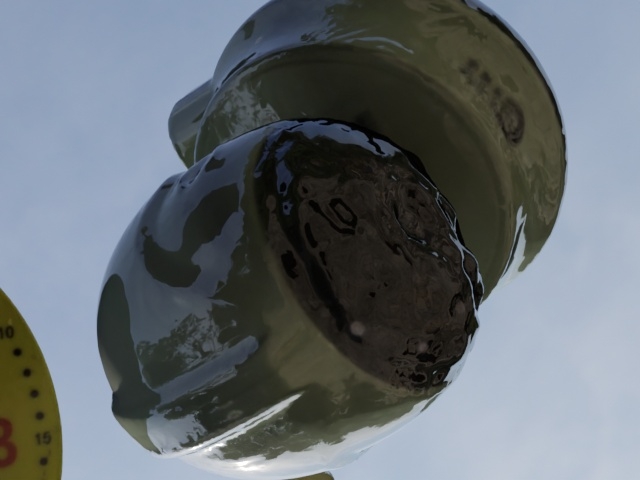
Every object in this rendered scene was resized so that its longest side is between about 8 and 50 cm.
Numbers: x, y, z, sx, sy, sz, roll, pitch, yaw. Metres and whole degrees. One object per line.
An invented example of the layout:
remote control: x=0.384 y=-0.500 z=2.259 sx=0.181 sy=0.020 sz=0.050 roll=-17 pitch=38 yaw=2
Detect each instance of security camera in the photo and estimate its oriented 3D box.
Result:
security camera: x=0.000 y=0.000 z=0.876 sx=0.197 sy=0.191 sz=0.277 roll=53 pitch=-145 yaw=-13

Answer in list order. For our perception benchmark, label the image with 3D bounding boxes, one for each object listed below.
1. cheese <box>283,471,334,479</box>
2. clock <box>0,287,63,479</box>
cheese: x=-0.084 y=0.109 z=1.455 sx=0.050 sy=0.255 sz=0.127 roll=-39 pitch=-30 yaw=-2
clock: x=-0.268 y=0.124 z=0.967 sx=0.277 sy=0.071 sz=0.293 roll=-13 pitch=-85 yaw=-28
